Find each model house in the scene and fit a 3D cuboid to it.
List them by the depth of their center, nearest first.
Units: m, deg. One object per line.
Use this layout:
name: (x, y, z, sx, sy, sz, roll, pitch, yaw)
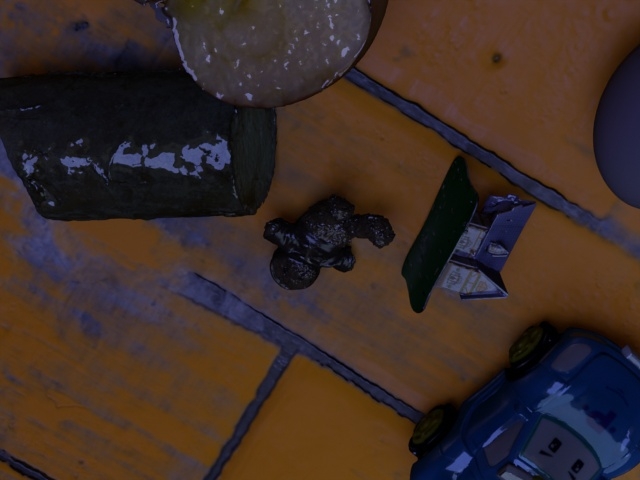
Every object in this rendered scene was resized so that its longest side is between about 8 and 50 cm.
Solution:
model house: (0.168, 0.004, 1.949, 0.088, 0.117, 0.167, 16, 115, -17)

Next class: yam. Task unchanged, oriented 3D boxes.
yam: (-0.207, -0.104, 1.920, 0.304, 0.168, 0.168, -2, 114, 8)

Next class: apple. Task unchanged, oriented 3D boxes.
apple: (-0.054, -0.289, 1.809, 0.251, 0.163, 0.293, -25, 95, 28)

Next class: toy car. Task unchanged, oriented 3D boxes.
toy car: (0.246, 0.239, 2.007, 0.198, 0.166, 0.314, 42, 113, -15)

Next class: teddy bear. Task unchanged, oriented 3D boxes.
teddy bear: (0.001, -0.008, 1.982, 0.119, 0.078, 0.160, 27, 135, -28)

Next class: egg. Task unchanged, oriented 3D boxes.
egg: (0.360, -0.125, 1.829, 0.146, 0.146, 0.198, 20, 109, -1)
